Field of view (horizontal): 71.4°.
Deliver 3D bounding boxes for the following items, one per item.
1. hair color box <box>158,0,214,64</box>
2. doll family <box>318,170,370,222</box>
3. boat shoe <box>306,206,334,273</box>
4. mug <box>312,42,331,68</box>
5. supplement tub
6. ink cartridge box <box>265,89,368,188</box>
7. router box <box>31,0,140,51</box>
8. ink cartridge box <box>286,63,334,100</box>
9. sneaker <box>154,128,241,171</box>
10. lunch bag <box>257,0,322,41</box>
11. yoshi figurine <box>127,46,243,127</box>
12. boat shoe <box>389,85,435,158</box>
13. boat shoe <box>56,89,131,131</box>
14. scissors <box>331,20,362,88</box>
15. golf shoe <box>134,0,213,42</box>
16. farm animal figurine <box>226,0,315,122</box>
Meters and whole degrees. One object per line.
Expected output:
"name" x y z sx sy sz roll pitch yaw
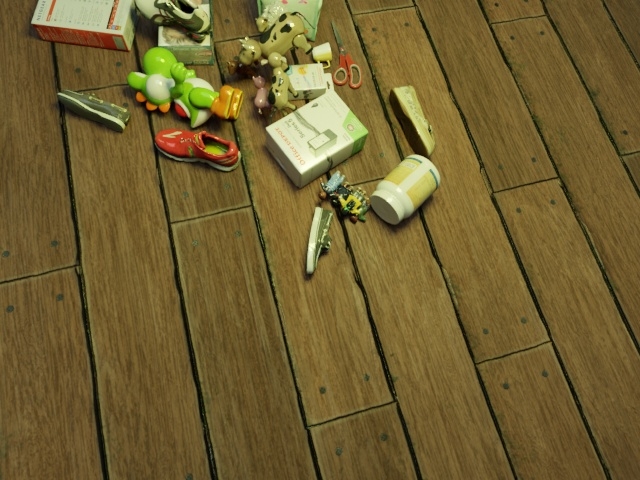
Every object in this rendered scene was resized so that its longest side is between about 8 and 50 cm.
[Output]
"hair color box" -0.468 -0.791 1.565 0.174 0.105 0.347 -4 73 -7
"doll family" 0.075 -0.135 1.430 0.193 0.076 0.111 38 77 12
"boat shoe" 0.000 0.000 1.373 0.070 0.078 0.219 11 70 -1
"mug" 0.005 -0.665 1.598 0.064 0.062 0.078 -12 67 -1
"supplement tub" 0.267 -0.161 1.416 0.144 0.144 0.199 44 73 9
"ink cartridge box" -0.015 -0.331 1.457 0.273 0.115 0.198 -35 79 -15
"router box" -0.794 -0.842 1.559 0.301 0.082 0.335 6 72 -4
"ink cartridge box" -0.041 -0.554 1.554 0.181 0.061 0.104 -7 73 -9
"sneaker" -0.388 -0.310 1.411 0.279 0.118 0.107 12 71 -2
"lunch bag" -0.104 -0.848 1.538 0.223 0.262 0.160 9 72 -2
"yoshi figurine" -0.440 -0.520 1.447 0.362 0.203 0.203 16 56 2
"boat shoe" 0.330 -0.414 1.525 0.089 0.104 0.285 -19 75 -9
"boat shoe" -0.727 -0.430 1.438 0.228 0.081 0.069 25 69 -5
"scissors" 0.094 -0.685 1.636 0.109 0.021 0.297 0 71 -3
"golf shoe" -0.477 -0.754 1.435 0.273 0.120 0.105 23 74 3
"farm animal figurine" -0.159 -0.590 1.419 0.327 0.172 0.330 -50 61 8
